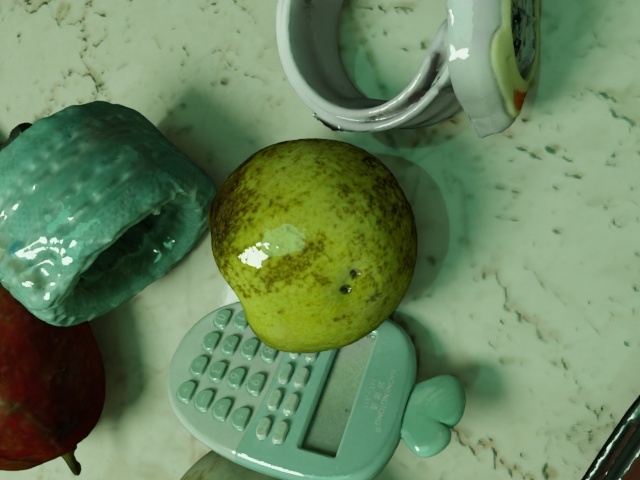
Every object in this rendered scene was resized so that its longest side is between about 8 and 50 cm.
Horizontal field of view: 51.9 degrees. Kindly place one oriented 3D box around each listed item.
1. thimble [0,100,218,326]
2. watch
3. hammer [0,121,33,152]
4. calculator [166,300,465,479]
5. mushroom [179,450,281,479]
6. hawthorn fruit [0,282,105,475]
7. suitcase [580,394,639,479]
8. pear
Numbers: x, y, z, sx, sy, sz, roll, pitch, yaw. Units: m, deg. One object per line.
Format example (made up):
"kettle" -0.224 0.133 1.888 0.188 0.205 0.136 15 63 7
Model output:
"thimble" -0.227 -0.027 0.656 0.143 0.235 0.198 43 135 11
"watch" 0.071 -0.214 0.565 0.217 0.211 0.248 6 104 28
"hammer" -0.518 -0.256 0.798 0.168 0.044 0.440 -31 94 14
"calculator" -0.011 0.141 0.638 0.295 0.042 0.184 10 54 20
"mushroom" -0.067 0.311 0.655 0.226 0.178 0.226 -21 60 43
"hawthorn fruit" -0.340 0.152 0.727 0.224 0.224 0.261 -40 95 18
"suitcase" 0.318 0.263 0.515 0.236 0.161 0.297 30 104 15
"pear" 0.000 0.000 0.596 0.197 0.197 0.197 1 94 20
